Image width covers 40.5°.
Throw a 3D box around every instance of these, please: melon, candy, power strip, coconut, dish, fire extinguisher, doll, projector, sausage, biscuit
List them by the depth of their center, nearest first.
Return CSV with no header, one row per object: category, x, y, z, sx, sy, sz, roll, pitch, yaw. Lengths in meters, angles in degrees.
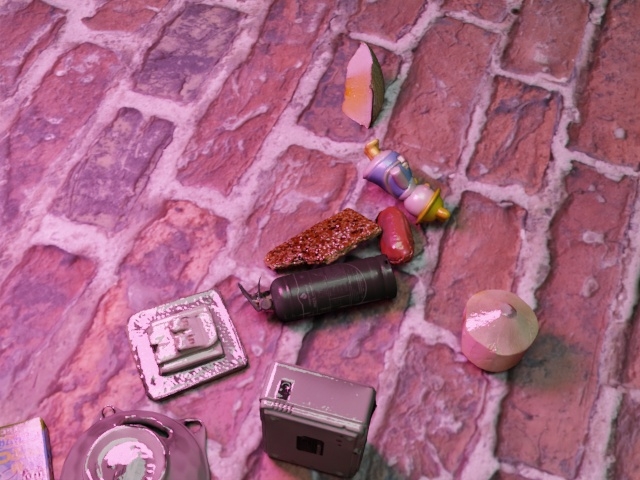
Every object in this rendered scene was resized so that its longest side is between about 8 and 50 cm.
projector,-0.007,0.323,1.522,0.192,0.256,0.099,13,58,6
dish,-0.335,0.411,1.536,0.303,0.120,0.303,1,58,-1
candy,-0.532,0.424,1.554,0.097,0.062,0.194,-13,57,-10
coconut,0.348,0.172,1.697,0.147,0.152,0.147,1,59,-1
power strip,-0.270,0.192,1.715,0.213,0.064,0.198,-20,61,-16
fire extinguisher,-0.005,0.098,1.764,0.311,0.095,0.114,-14,92,-10
biscuit,0.002,0.006,1.839,0.237,0.026,0.131,-29,33,-20
sausage,0.159,-0.008,1.858,0.076,0.076,0.141,-7,56,-7
doll,0.184,-0.119,1.900,0.241,0.135,0.099,39,53,4
melon,0.111,-0.379,2.088,0.093,0.202,0.139,9,19,27
